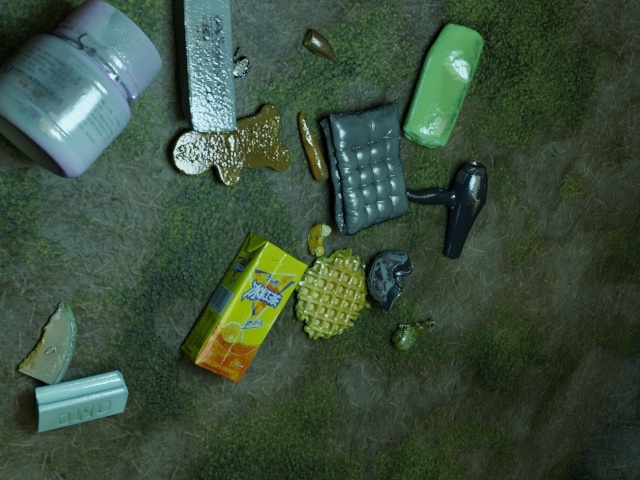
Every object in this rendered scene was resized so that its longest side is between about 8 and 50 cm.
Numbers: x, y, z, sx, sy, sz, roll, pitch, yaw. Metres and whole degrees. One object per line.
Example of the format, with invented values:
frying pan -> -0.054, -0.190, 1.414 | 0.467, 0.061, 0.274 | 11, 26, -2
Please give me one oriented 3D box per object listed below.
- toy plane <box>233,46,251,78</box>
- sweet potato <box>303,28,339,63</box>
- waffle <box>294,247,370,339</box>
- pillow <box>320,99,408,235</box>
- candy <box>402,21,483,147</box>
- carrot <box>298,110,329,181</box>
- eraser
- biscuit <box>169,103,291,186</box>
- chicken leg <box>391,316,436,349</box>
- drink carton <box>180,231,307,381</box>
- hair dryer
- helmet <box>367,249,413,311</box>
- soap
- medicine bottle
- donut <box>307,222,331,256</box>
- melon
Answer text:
toy plane -> -0.202, -0.397, 1.638 | 0.049, 0.031, 0.120 | 30, 86, -29
sweet potato -> 0.007, -0.478, 1.731 | 0.117, 0.049, 0.049 | 34, 86, -34
waffle -> 0.035, 0.152, 1.942 | 0.245, 0.052, 0.254 | -27, 116, -24
pillow -> 0.126, -0.193, 1.833 | 0.228, 0.101, 0.326 | -20, 108, -31
candy -> 0.336, -0.425, 1.912 | 0.142, 0.132, 0.343 | 21, 91, 8
carrot -> -0.024, -0.240, 1.792 | 0.047, 0.047, 0.191 | -30, 113, -21
eraser -> -0.258, -0.421, 1.546 | 0.111, 0.077, 0.352 | -7, 102, -26
biscuit -> -0.219, -0.229, 1.668 | 0.301, 0.049, 0.197 | -17, 104, -27
chicken leg -> 0.290, 0.276, 2.126 | 0.178, 0.070, 0.093 | -20, 132, -34
drink carton -> -0.193, 0.170, 1.771 | 0.154, 0.111, 0.351 | 33, 85, -35
hair dryer -> 0.317, -0.095, 2.034 | 0.359, 0.120, 0.303 | 4, 117, -22
helmet -> 0.185, 0.102, 1.974 | 0.177, 0.107, 0.153 | -64, 163, -7
soap -> -0.556, 0.372, 1.604 | 0.198, 0.066, 0.119 | -9, 146, -29
medicine bottle -> -0.483, -0.302, 1.366 | 0.302, 0.241, 0.241 | -54, 124, -18
donut -> 0.000, 0.000, 1.866 | 0.038, 0.067, 0.083 | 6, 68, -50
melon -> -0.601, 0.237, 1.585 | 0.098, 0.054, 0.182 | 32, 86, -19
